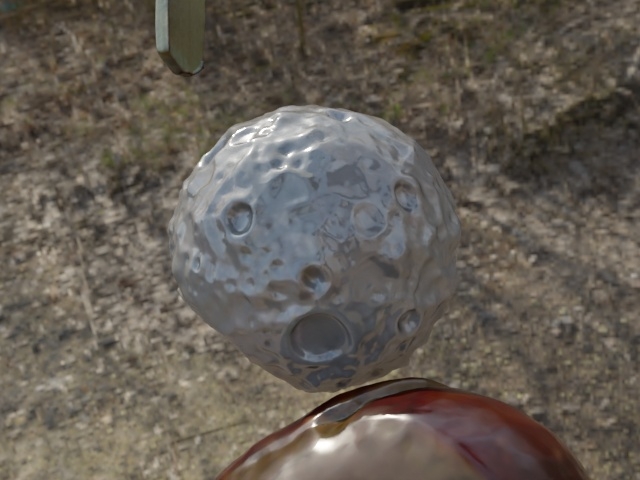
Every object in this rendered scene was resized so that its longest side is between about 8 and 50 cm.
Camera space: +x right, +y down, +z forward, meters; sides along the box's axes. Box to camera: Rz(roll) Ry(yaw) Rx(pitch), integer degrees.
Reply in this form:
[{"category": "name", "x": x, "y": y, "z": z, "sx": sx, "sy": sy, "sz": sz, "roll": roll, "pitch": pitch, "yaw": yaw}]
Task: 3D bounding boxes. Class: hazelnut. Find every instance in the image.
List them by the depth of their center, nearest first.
[{"category": "hazelnut", "x": 0.065, "y": 0.311, "z": 0.932, "sx": 0.410, "sy": 0.359, "sz": 0.359, "roll": -28, "pitch": 29, "yaw": -2}]

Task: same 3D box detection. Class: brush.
[{"category": "brush", "x": -0.104, "y": -0.273, "z": 0.767, "sx": 0.020, "sy": 0.085, "sz": 0.336, "roll": -15, "pitch": 63, "yaw": 29}]

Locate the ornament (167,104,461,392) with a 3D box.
[{"category": "ornament", "x": 0.000, "y": 0.000, "z": 1.146, "sx": 0.337, "sy": 0.337, "sz": 0.337, "roll": -8, "pitch": 27, "yaw": 4}]
